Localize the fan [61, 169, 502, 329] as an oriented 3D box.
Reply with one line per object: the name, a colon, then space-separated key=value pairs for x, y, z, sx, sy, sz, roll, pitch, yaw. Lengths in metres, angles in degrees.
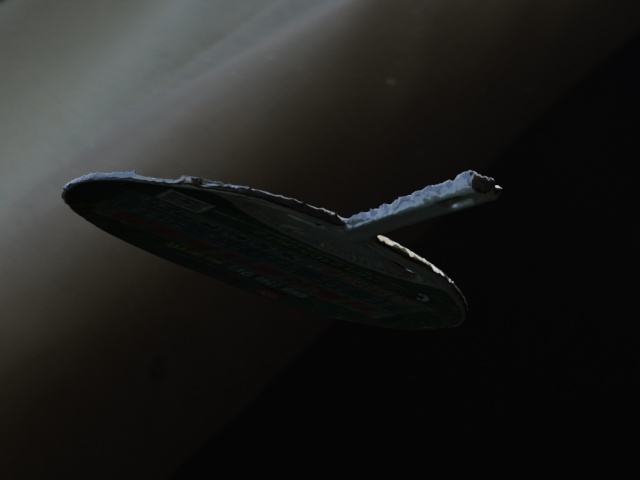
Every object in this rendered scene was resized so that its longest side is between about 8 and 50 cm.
fan: x=-0.031 y=-0.005 z=0.654 sx=0.223 sy=0.294 sz=0.012 roll=15 pitch=-106 yaw=7
